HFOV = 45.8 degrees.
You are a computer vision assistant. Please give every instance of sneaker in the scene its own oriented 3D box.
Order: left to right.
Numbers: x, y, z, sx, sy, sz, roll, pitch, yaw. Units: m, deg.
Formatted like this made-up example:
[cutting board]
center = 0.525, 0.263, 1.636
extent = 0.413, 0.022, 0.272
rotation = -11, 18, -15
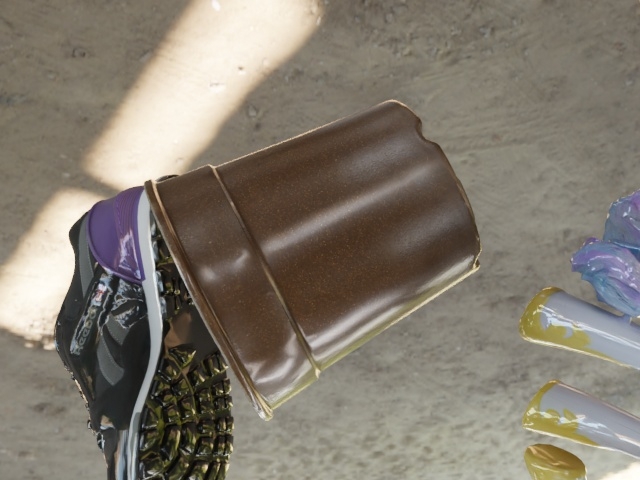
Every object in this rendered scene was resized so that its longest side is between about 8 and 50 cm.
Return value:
[sneaker]
center = -0.146, 0.097, 0.594
extent = 0.124, 0.284, 0.107
rotation = -13, 157, 26

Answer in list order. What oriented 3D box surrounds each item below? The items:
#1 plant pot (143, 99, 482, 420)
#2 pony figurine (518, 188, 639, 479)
[plant pot]
center = 0.000, 0.000, 0.482
extent = 0.165, 0.167, 0.167
rotation = -28, 144, -5
[pony figurine]
center = 0.301, 0.120, 0.448
extent = 0.302, 0.363, 0.351
rotation = -11, 127, -40
